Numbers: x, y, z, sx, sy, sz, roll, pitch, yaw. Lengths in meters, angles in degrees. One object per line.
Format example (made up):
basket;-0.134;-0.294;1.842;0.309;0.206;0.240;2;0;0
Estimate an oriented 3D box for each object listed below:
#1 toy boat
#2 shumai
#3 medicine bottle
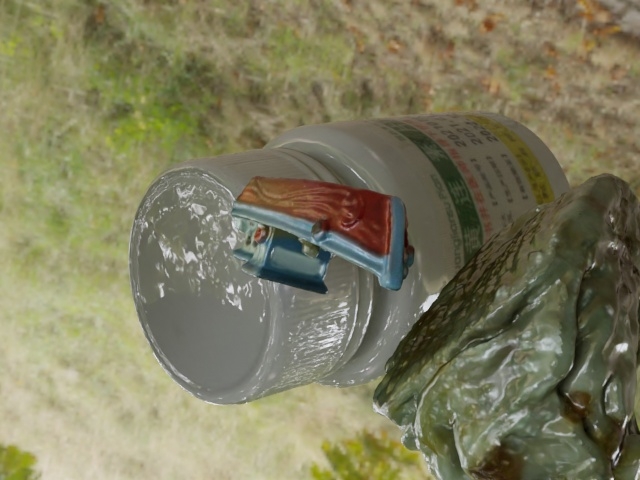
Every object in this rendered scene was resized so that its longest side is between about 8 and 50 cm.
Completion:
toy boat;0.000;0.000;0.562;0.069;0.059;0.173;16;177;-29
shumai;0.129;0.066;0.510;0.142;0.184;0.184;44;174;-1
medicine bottle;0.034;0.007;0.815;0.208;0.208;0.339;8;-166;44
